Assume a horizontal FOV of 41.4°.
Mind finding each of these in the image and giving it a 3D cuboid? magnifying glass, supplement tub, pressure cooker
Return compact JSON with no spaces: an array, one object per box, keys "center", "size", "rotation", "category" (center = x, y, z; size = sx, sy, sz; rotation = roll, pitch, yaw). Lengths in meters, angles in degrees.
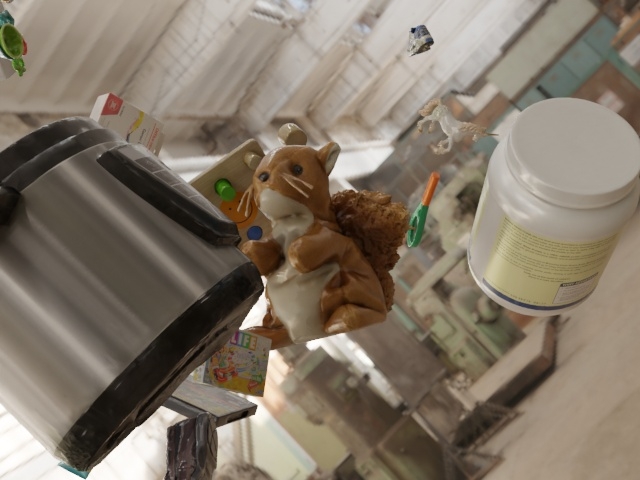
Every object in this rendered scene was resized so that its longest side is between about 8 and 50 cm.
[{"center":[0.271,-0.079,2.243],"size":[0.092,0.026,0.230],"rotation":[-91,12,-52],"category":"magnifying glass"},{"center":[0.379,-0.049,1.393],"size":[0.235,0.235,0.324],"rotation":[-41,-26,-26],"category":"supplement tub"},{"center":[-0.333,0.043,1.127],"size":[0.375,0.420,0.370],"rotation":[-42,-7,-48],"category":"pressure cooker"}]

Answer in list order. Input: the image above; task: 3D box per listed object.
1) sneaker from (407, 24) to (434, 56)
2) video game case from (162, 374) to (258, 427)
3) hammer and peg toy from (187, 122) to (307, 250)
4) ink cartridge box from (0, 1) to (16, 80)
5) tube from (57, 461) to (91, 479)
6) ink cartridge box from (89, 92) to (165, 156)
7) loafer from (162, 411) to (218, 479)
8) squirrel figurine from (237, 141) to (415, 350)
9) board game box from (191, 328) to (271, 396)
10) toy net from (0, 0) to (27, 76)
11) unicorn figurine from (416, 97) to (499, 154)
[{"center":[0.228,-0.466,1.964],"size":[0.052,0.058,0.135],"rotation":[-19,1,-9],"category":"sneaker"},{"center":[-0.316,0.370,2.031],"size":[0.035,0.275,0.248],"rotation":[-71,-18,2],"category":"video game case"},{"center":[-0.148,-0.099,2.024],"size":[0.361,0.266,0.127],"rotation":[-35,28,-6],"category":"hammer and peg toy"},{"center":[-0.856,-0.511,1.989],"size":[0.211,0.289,0.121],"rotation":[-8,29,7],"category":"ink cartridge box"},{"center":[-0.550,0.505,2.013],"size":[0.207,0.080,0.052],"rotation":[-47,12,35],"category":"tube"},{"center":[-0.456,-0.255,2.038],"size":[0.067,0.198,0.115],"rotation":[0,67,50],"category":"ink cartridge box"},{"center":[-0.243,0.431,1.501],"size":[0.095,0.109,0.302],"rotation":[-10,31,6],"category":"loafer"},{"center":[0.000,0.000,1.655],"size":[0.281,0.370,0.397],"rotation":[-19,-7,36],"category":"squirrel figurine"},{"center":[-0.147,0.201,1.430],"size":[0.026,0.103,0.154],"rotation":[-5,-19,36],"category":"board game box"},{"center":[-0.602,-0.446,1.663],"size":[0.045,0.232,0.122],"rotation":[-11,-18,16],"category":"toy net"},{"center":[0.283,-0.240,1.825],"size":[0.111,0.162,0.060],"rotation":[-43,3,35],"category":"unicorn figurine"}]
